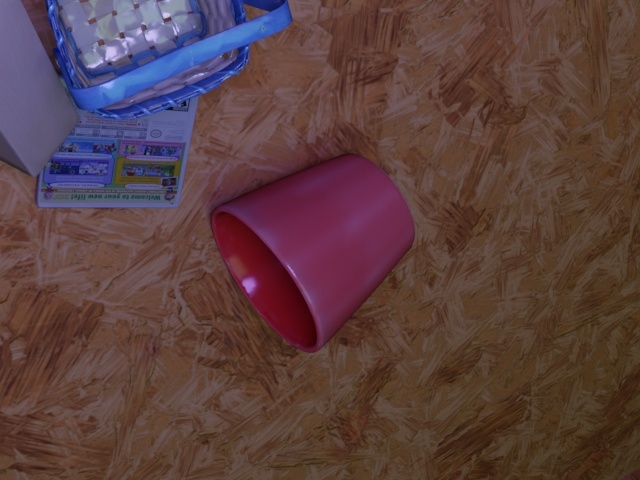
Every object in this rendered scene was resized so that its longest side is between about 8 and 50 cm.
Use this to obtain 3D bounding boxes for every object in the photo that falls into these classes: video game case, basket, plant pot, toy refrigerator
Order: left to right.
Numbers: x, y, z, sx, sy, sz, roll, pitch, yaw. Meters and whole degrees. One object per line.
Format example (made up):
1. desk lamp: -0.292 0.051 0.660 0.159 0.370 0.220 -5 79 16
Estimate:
1. toy refrigerator: -0.373 -0.187 0.870 0.102 0.094 0.269 -60 172 -19
2. video game case: -0.290 -0.137 1.101 0.212 0.023 0.193 -2 119 -33
3. basket: -0.200 -0.249 0.907 0.255 0.289 0.201 -27 130 -18
4. plant pot: 0.000 0.000 1.233 0.243 0.275 0.275 -36 132 -22
